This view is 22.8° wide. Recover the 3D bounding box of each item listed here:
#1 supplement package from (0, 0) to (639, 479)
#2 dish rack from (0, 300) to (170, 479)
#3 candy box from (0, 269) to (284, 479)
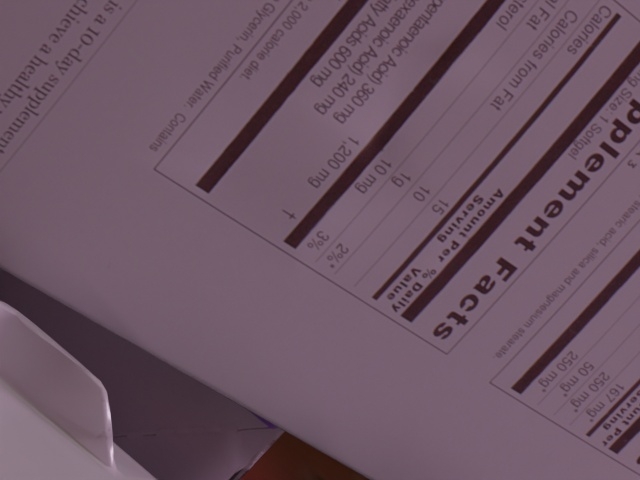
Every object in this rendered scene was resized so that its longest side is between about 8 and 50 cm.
[{"bbox_3d":[0.002,-0.045,0.394,0.244,0.134,0.139,33,17,-26],"label":"supplement package"},{"bbox_3d":[-0.029,0.123,0.229,0.285,0.072,0.333,40,13,-4],"label":"dish rack"},{"bbox_3d":[-0.080,-0.005,0.480,0.165,0.070,0.196,40,14,-3],"label":"candy box"}]
